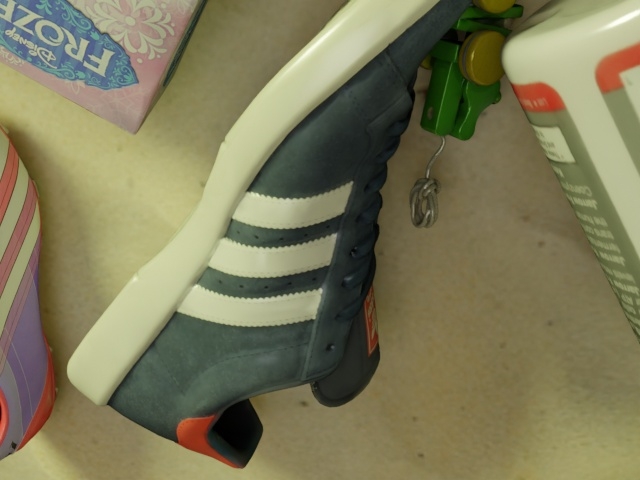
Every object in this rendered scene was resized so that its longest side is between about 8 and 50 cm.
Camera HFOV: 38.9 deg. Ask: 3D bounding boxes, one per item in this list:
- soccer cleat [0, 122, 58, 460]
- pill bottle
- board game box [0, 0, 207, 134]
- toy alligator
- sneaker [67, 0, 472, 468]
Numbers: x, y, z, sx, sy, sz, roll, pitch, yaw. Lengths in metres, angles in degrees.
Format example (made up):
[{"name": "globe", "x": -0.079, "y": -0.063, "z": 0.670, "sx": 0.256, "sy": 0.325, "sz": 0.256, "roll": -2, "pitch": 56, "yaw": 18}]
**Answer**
[{"name": "soccer cleat", "x": -0.226, "y": 0.029, "z": 0.581, "sx": 0.083, "sy": 0.095, "sz": 0.248, "roll": 0, "pitch": 110, "yaw": 11}, {"name": "pill bottle", "x": 0.220, "y": -0.008, "z": 0.448, "sx": 0.161, "sy": 0.161, "sz": 0.283, "roll": -25, "pitch": 104, "yaw": 18}, {"name": "board game box", "x": -0.165, "y": -0.238, "z": 0.401, "sx": 0.319, "sy": 0.066, "sz": 0.318, "roll": 29, "pitch": 137, "yaw": -9}, {"name": "toy alligator", "x": 0.084, "y": -0.098, "z": 0.503, "sx": 0.051, "sy": 0.056, "sz": 0.189, "roll": -7, "pitch": 114, "yaw": -30}, {"name": "sneaker", "x": 0.000, "y": 0.000, "z": 0.517, "sx": 0.148, "sy": 0.131, "sz": 0.350, "roll": 37, "pitch": 121, "yaw": -4}]
